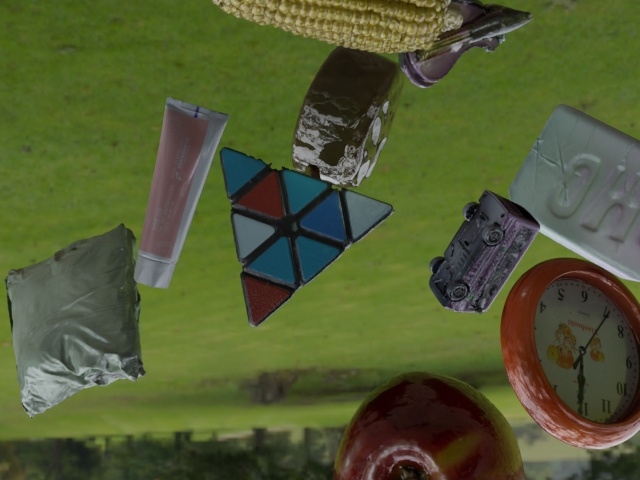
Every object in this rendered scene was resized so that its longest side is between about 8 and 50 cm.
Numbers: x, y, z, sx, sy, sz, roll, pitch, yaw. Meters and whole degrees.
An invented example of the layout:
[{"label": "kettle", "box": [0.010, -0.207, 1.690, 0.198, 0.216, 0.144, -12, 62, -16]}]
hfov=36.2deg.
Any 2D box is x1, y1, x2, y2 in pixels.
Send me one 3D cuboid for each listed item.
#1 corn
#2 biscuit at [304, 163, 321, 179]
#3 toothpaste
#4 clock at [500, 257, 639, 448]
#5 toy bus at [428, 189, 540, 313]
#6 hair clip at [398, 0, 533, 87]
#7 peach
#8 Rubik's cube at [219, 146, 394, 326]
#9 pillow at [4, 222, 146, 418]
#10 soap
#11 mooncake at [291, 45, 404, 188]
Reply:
[{"label": "corn", "box": [0.022, -0.316, 1.256, 0.347, 0.130, 0.130, 6, 163, -19]}, {"label": "biscuit", "box": [-0.025, -0.045, 1.769, 0.027, 0.187, 0.188, 8, 164, -8]}, {"label": "toothpaste", "box": [-0.155, -0.048, 1.030, 0.067, 0.194, 0.043, 16, -175, -4]}, {"label": "clock", "box": [0.275, 0.117, 1.033, 0.205, 0.205, 0.051, 7, 158, -26]}, {"label": "toy bus", "box": [0.243, 0.023, 1.455, 0.098, 0.087, 0.178, 19, 113, -29]}, {"label": "hair clip", "box": [0.225, -0.342, 1.595, 0.095, 0.110, 0.359, 33, -143, 29]}, {"label": "peach", "box": [0.168, 0.287, 1.345, 0.258, 0.201, 0.362, 13, -168, 26]}, {"label": "Rubik's cube", "box": [0.000, 0.000, 1.474, 0.234, 0.250, 0.284, -11, 140, 23]}, {"label": "pillow", "box": [-0.456, 0.151, 1.802, 0.283, 0.310, 0.138, -18, 156, 16]}, {"label": "soap", "box": [0.498, -0.053, 1.595, 0.347, 0.208, 0.115, 33, -170, 24]}, {"label": "mooncake", "box": [0.059, -0.240, 1.928, 0.155, 0.284, 0.284, 24, 167, 8]}]
